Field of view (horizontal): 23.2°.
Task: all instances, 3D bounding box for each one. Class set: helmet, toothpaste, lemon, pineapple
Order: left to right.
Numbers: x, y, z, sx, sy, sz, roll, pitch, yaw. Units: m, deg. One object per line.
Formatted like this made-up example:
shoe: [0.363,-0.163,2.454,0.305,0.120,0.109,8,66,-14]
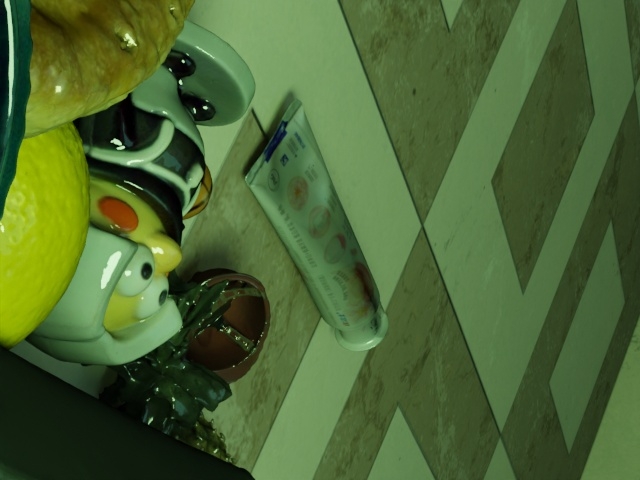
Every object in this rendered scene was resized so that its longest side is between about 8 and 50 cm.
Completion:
lemon: [-0.215,-0.015,0.857,0.178,0.178,0.203,-41,136,-53]
pineapple: [-0.127,0.141,1.257,0.125,0.125,0.251,-38,132,-55]
helmet: [-0.095,0.065,1.336,0.089,0.057,0.111,-3,117,-29]
toothpaste: [0.000,0.000,1.512,0.100,0.066,0.323,-58,148,-25]

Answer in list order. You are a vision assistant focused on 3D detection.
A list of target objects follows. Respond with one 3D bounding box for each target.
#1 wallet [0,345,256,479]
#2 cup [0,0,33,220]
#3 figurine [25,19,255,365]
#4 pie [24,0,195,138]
wallet: [-0.117,0.185,0.845,0.406,0.062,0.228,43,31,-59]
cup: [-0.285,-0.041,0.528,0.242,0.292,0.308,38,68,-66]
figurine: [-0.140,-0.025,1.085,0.176,0.133,0.236,65,42,-54]
pie: [-0.184,-0.204,0.765,0.339,0.083,0.339,33,47,-43]
